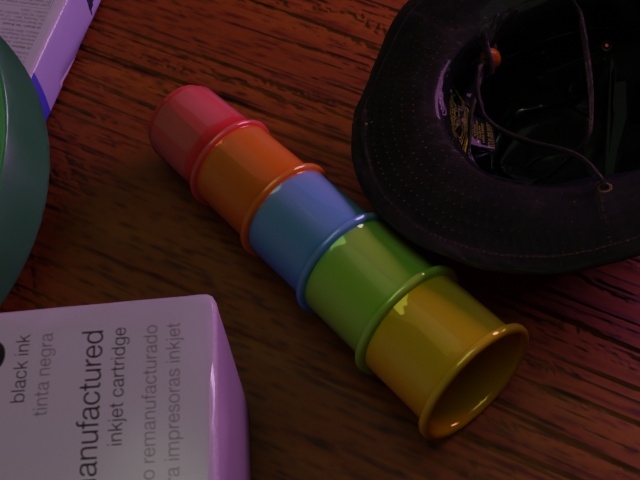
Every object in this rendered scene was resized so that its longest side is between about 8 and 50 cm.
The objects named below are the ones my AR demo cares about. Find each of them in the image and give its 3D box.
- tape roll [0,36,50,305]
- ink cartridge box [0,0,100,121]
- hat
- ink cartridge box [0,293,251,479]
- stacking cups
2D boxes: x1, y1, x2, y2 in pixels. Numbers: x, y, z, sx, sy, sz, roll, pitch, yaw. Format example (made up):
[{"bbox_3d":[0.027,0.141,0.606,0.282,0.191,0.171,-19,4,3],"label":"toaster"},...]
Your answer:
[{"bbox_3d":[-0.354,-0.047,0.803,0.321,0.077,0.321,-3,75,9],"label":"tape roll"},{"bbox_3d":[-0.289,-0.183,0.945,0.186,0.065,0.311,9,57,10],"label":"ink cartridge box"},{"bbox_3d":[0.194,-0.080,0.800,0.331,0.134,0.331,-14,50,17],"label":"hat"},{"bbox_3d":[-0.239,0.203,0.634,0.395,0.166,0.285,-5,58,1],"label":"ink cartridge box"},{"bbox_3d":[0.000,0.000,0.801,0.096,0.096,0.316,-37,57,-17],"label":"stacking cups"}]
